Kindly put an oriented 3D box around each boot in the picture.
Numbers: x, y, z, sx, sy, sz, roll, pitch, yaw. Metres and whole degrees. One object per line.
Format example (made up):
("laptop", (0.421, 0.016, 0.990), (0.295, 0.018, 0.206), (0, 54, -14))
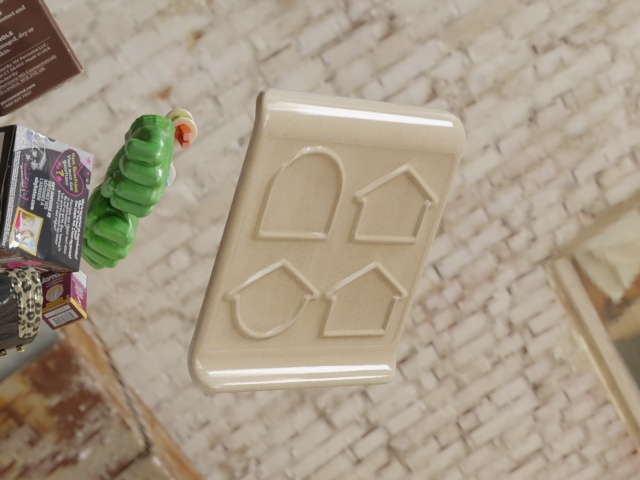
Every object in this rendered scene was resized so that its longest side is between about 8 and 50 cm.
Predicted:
("boot", (-0.401, 0.139, 1.614), (0.085, 0.236, 0.179), (28, -154, 37))

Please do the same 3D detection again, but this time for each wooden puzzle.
("wooden puzzle", (0.000, 0.000, 1.708), (0.080, 0.322, 0.347), (27, -71, 45))

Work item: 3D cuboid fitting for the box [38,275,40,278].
("box", (-0.549, -0.027, 2.583), (0.232, 0.183, 0.059), (-106, -146, -48))

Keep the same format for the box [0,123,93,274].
("box", (-0.426, -0.044, 1.850), (0.247, 0.142, 0.163), (-5, -107, 36))

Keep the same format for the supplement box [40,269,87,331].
("supplement box", (-0.357, 0.076, 2.026), (0.055, 0.043, 0.083), (-23, -138, 12))

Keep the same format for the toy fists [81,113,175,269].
("toy fists", (-0.315, -0.071, 2.328), (0.279, 0.096, 0.142), (-53, -153, 36))

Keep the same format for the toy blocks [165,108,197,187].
("toy blocks", (-0.256, -0.152, 2.507), (0.123, 0.054, 0.148), (-49, -154, 12))

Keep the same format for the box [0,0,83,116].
("box", (-0.469, -0.366, 1.891), (0.143, 0.381, 0.191), (-30, -139, -6))
